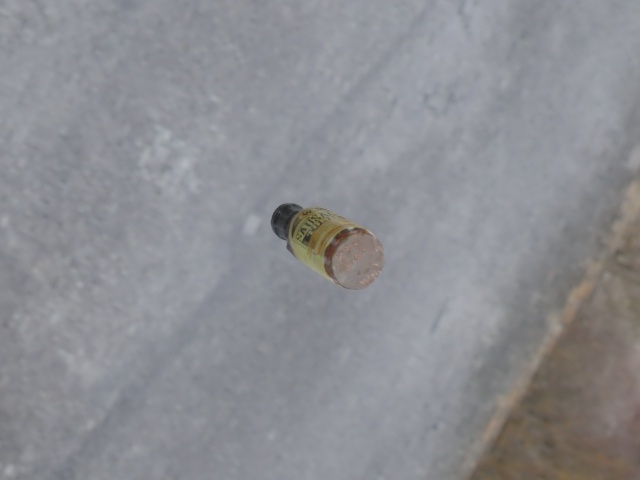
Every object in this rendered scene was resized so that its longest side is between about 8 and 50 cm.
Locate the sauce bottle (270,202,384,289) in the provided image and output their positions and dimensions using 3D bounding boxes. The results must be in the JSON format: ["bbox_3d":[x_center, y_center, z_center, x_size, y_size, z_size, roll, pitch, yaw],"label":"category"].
[{"bbox_3d":[0.000,0.000,1.193,0.042,0.128,0.042,-5,104,-23],"label":"sauce bottle"}]
